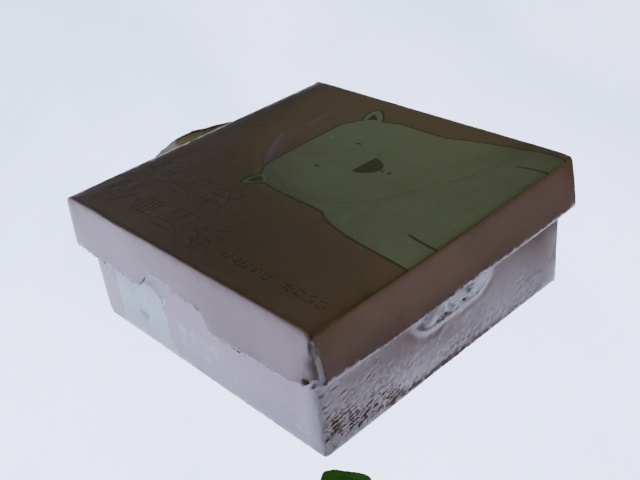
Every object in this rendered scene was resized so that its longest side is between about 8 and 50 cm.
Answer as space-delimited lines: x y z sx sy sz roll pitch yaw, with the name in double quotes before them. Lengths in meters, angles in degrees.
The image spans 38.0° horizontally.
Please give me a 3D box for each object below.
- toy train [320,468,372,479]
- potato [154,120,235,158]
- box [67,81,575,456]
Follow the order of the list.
"toy train" 0.052 0.248 0.786 0.044 0.209 0.042 2 -123 25
"potato" -0.077 0.011 1.041 0.239 0.299 0.116 -11 -133 18
"box" 0.000 0.000 0.549 0.215 0.086 0.215 -31 -141 -34
